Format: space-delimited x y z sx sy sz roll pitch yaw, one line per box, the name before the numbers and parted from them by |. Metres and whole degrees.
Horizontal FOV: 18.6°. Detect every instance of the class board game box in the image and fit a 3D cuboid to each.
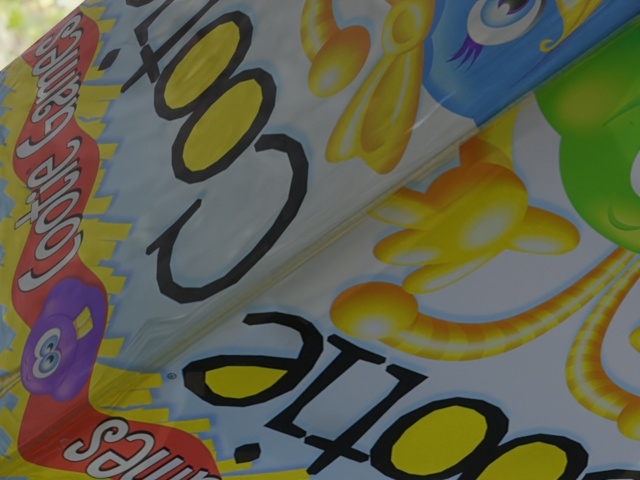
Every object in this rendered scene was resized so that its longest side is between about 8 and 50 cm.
board game box | 0.059 -0.032 0.459 0.275 0.144 0.142 -36 130 25
